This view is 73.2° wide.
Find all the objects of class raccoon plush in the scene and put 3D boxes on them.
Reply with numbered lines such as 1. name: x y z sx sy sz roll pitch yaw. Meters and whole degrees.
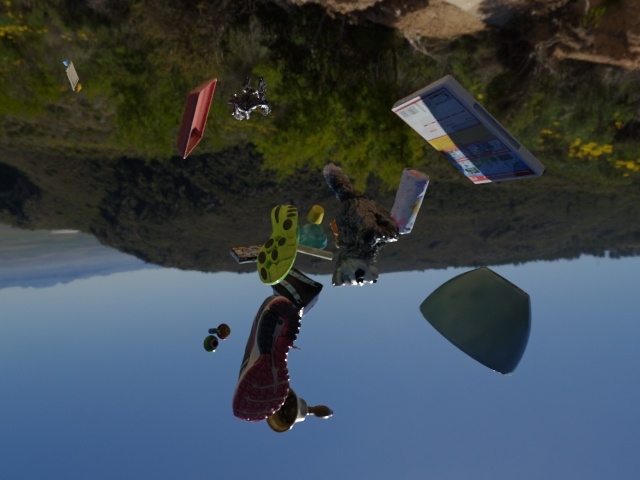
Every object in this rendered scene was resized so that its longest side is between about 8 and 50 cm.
1. raccoon plush: 0.103 -0.036 1.646 0.216 0.446 0.299 6 134 -40

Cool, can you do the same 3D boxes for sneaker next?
1. sneaker: -0.107 0.020 1.265 0.110 0.123 0.295 0 -136 10
2. sneaker: -0.124 0.275 1.005 0.121 0.299 0.112 19 179 -20

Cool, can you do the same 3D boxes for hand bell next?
1. hand bell: -0.037 0.511 1.292 0.126 0.126 0.242 -7 155 39

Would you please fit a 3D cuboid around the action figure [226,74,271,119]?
1. action figure: -0.288 -0.575 1.788 0.164 0.275 0.141 0 135 4

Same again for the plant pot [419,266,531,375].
1. plant pot: 0.443 0.187 1.157 0.290 0.195 0.290 31 -169 -7

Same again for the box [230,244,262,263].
1. box: -0.285 0.054 1.744 0.137 0.027 0.094 -6 -152 -35

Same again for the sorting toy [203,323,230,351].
1. sorting toy: -0.310 0.291 1.310 0.042 0.061 0.102 -13 -151 42

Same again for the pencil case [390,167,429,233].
1. pencil case: 0.363 -0.164 1.816 0.114 0.273 0.124 -4 -147 -35

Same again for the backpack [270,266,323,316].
1. backpack: -0.103 0.188 1.594 0.158 0.173 0.117 -43 161 -41

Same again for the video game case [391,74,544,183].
1. video game case: 0.308 -0.222 0.923 0.285 0.025 0.204 36 171 -17

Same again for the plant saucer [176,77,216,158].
1. plant saucer: -0.469 -0.469 1.613 0.048 0.259 0.258 19 -151 -10

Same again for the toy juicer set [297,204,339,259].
1. toy juicer set: 0.000 0.000 1.776 0.209 0.089 0.329 28 -141 0

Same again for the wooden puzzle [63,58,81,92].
1. wooden puzzle: -0.794 -0.526 1.371 0.014 0.078 0.116 -3 137 -9
